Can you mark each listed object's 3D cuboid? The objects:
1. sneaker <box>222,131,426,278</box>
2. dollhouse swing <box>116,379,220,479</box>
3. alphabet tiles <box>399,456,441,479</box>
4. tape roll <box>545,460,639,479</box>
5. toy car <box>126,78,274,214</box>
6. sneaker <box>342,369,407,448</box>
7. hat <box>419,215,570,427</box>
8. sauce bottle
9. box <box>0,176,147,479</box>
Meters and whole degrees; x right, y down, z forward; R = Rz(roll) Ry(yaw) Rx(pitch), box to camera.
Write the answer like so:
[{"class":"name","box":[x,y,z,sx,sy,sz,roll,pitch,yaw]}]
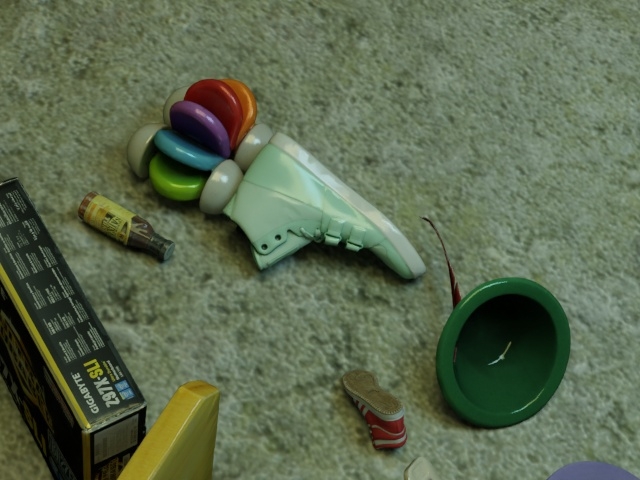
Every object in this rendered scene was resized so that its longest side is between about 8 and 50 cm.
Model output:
[{"class":"sneaker","box":[0.000,0.000,1.928,0.256,0.094,0.151,39,88,0]},{"class":"dollhouse swing","box":[-0.291,0.284,1.511,0.315,0.346,0.305,13,55,3]},{"class":"alphabet tiles","box":[0.139,0.373,1.589,0.278,0.021,0.284,59,31,-3]},{"class":"tape roll","box":[0.298,0.341,1.678,0.189,0.080,0.189,15,50,-18]},{"class":"toy car","box":[-0.148,-0.134,1.960,0.159,0.136,0.182,30,57,14]},{"class":"sneaker","box":[0.064,0.201,1.810,0.042,0.067,0.118,-22,30,-18]},{"class":"hat","box":[0.192,0.107,1.894,0.173,0.183,0.208,21,91,-22]},{"class":"sauce bottle","box":[-0.240,-0.016,1.922,0.128,0.042,0.042,27,56,15]},{"class":"box","box":[-0.291,0.131,1.679,0.079,0.257,0.322,-23,61,-20]}]
